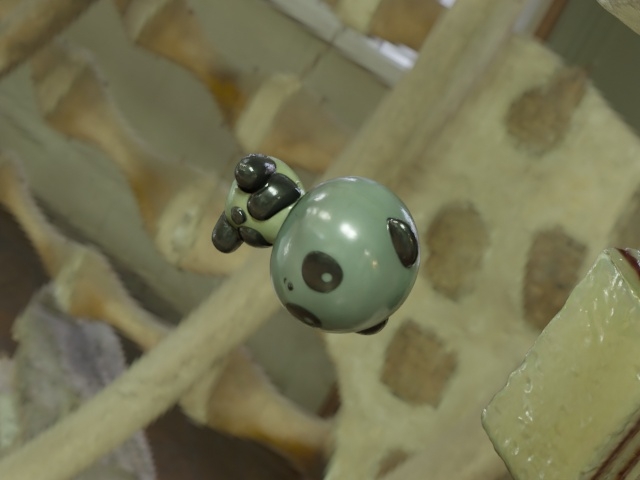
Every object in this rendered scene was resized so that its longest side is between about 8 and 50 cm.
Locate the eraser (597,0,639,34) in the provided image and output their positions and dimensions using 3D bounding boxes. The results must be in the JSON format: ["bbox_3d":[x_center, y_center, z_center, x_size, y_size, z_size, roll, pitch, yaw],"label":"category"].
[{"bbox_3d":[0.286,-0.184,0.965,0.150,0.331,0.331,35,19,-2],"label":"eraser"}]

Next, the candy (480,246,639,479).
[{"bbox_3d":[0.352,0.181,2.035,0.135,0.321,0.179,3,40,-39],"label":"candy"}]

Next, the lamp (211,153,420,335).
[{"bbox_3d":[0.000,0.000,1.928,0.244,0.198,0.198,32,19,9],"label":"lamp"}]
